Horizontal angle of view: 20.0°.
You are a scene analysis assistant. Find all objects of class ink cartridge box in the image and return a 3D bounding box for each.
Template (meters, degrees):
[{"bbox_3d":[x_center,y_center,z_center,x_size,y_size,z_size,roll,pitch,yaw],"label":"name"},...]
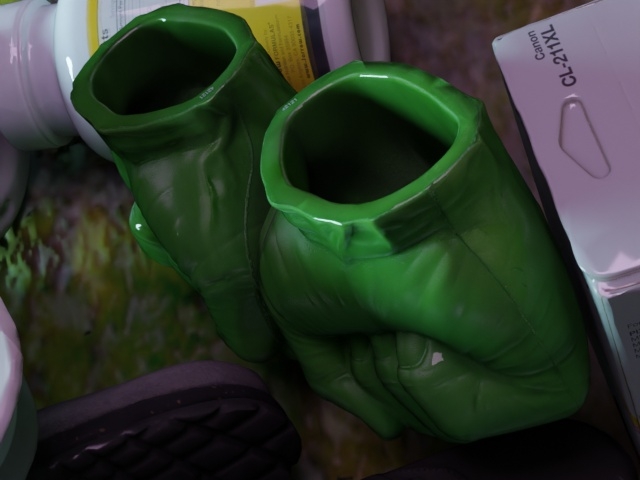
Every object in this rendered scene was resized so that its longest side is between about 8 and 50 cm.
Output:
[{"bbox_3d":[0.132,0.008,0.689,0.072,0.175,0.127,-20,52,5],"label":"ink cartridge box"}]

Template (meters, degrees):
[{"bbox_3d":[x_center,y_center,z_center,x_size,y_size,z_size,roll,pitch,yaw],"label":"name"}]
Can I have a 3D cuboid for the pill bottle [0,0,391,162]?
[{"bbox_3d":[-0.064,-0.092,0.876,0.184,0.103,0.103,-8,54,15],"label":"pill bottle"}]

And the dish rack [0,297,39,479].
[{"bbox_3d":[-0.264,0.093,0.714,0.333,0.072,0.285,-37,47,1],"label":"dish rack"}]

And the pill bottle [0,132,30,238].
[{"bbox_3d":[-0.254,-0.046,0.908,0.193,0.108,0.108,-1,56,19],"label":"pill bottle"}]

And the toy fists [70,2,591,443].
[{"bbox_3d":[0.000,0.000,0.729,0.096,0.142,0.279,-46,34,-16],"label":"toy fists"}]

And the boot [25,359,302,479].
[{"bbox_3d":[-0.192,0.074,0.797,0.338,0.118,0.223,-21,50,1],"label":"boot"}]

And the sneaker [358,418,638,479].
[{"bbox_3d":[0.002,0.139,0.656,0.286,0.130,0.109,-29,51,-20],"label":"sneaker"}]
